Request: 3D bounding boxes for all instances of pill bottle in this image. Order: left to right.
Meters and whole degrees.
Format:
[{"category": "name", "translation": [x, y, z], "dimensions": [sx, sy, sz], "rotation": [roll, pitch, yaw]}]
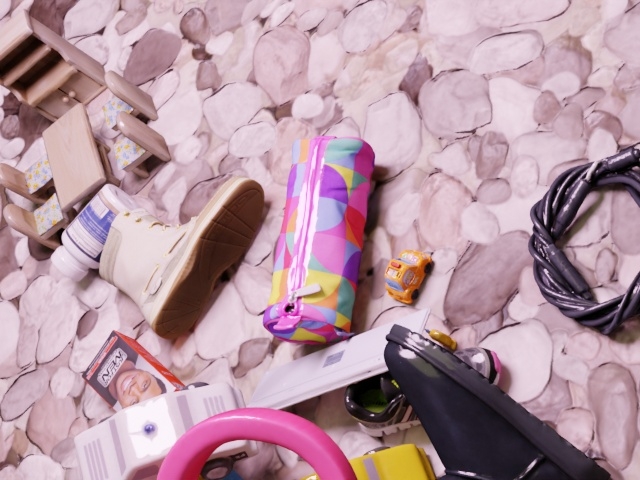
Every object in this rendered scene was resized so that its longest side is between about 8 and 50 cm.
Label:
[{"category": "pill bottle", "translation": [-0.284, -0.007, 1.663], "dimensions": [0.120, 0.067, 0.067], "rotation": [-47, 49, 9]}]

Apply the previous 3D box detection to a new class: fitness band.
[{"category": "fitness band", "translation": [-0.058, 0.300, 1.214], "dimensions": [0.209, 0.054, 0.291], "rotation": [2, 96, 23]}]

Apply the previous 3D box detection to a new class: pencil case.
[{"category": "pencil case", "translation": [0.000, 0.000, 1.426], "dimensions": [0.104, 0.104, 0.236], "rotation": [-8, 64, 34]}]

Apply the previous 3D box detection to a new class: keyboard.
[{"category": "keyboard", "translation": [0.012, 0.131, 1.356], "dimensions": [0.256, 0.014, 0.072], "rotation": [-25, 23, 42]}]

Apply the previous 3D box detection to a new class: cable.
[{"category": "cable", "translation": [0.266, 0.002, 1.258], "dimensions": [0.150, 0.047, 0.185], "rotation": [-9, 65, 34]}]

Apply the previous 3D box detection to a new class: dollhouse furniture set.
[{"category": "dollhouse furniture set", "translation": [-0.349, -0.156, 1.720], "dimensions": [0.212, 0.161, 0.242], "rotation": [-36, 52, 18]}]

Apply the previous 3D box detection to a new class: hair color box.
[{"category": "hair color box", "translation": [-0.214, 0.171, 1.541], "dimensions": [0.141, 0.043, 0.072], "rotation": [34, 90, 41]}]

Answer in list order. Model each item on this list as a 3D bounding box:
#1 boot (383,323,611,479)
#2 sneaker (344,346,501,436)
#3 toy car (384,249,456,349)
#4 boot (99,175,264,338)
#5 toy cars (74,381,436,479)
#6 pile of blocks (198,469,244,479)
[{"category": "boot", "translation": [0.108, 0.222, 1.187], "dimensions": [0.246, 0.094, 0.207], "rotation": [37, 87, 9]}, {"category": "sneaker", "translation": [0.095, 0.146, 1.299], "dimensions": [0.170, 0.075, 0.063], "rotation": [-23, 57, 27]}, {"category": "toy car", "translation": [0.107, 0.054, 1.357], "dimensions": [0.060, 0.040, 0.122], "rotation": [-51, 48, 6]}, {"category": "boot", "translation": [-0.172, -0.009, 1.575], "dimensions": [0.165, 0.077, 0.213], "rotation": [37, 96, 44]}, {"category": "toy cars", "translation": [-0.072, 0.226, 1.292], "dimensions": [0.393, 0.087, 0.176], "rotation": [15, 63, 20]}, {"category": "pile of blocks", "translation": [-0.137, 0.346, 1.376], "dimensions": [0.148, 0.113, 0.362], "rotation": [10, 58, -7]}]
